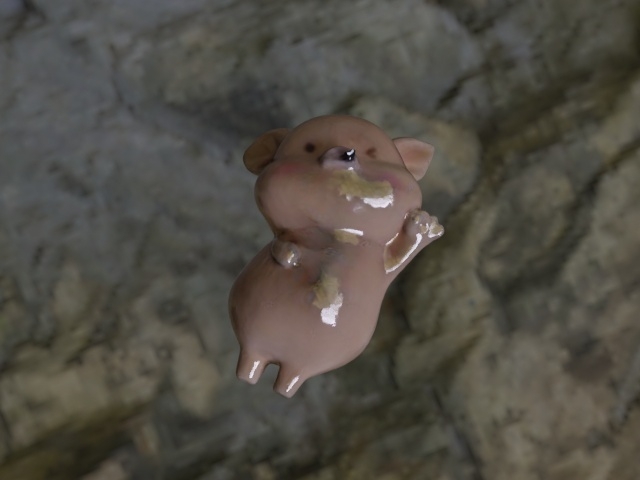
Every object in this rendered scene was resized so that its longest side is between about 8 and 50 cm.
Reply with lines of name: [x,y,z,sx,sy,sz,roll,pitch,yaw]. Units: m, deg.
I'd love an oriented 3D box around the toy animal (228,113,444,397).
toy animal: [-0.002,0.002,0.876,0.089,0.083,0.150,-20,-135,60]
